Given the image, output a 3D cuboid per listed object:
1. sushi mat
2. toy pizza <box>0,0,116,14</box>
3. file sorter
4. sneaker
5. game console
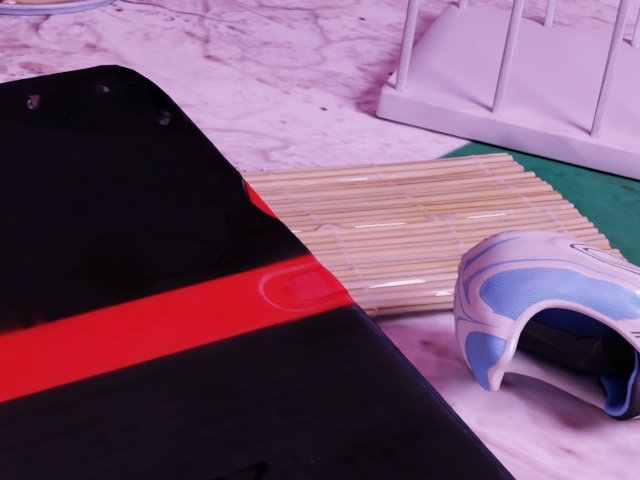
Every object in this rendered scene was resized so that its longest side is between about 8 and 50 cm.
[{"bbox_3d":[0.000,0.000,0.878,0.316,0.019,0.151,-4,29,-22],"label":"sushi mat"},{"bbox_3d":[-0.227,-0.216,1.204,0.201,0.032,0.201,6,28,-3],"label":"toy pizza"},{"bbox_3d":[0.204,-0.159,1.061,0.277,0.173,0.193,14,29,13],"label":"file sorter"},{"bbox_3d":[0.178,0.053,0.777,0.237,0.085,0.086,8,54,-7],"label":"sneaker"},{"bbox_3d":[-0.142,0.078,0.494,0.386,0.060,0.342,-14,44,-33],"label":"game console"}]
